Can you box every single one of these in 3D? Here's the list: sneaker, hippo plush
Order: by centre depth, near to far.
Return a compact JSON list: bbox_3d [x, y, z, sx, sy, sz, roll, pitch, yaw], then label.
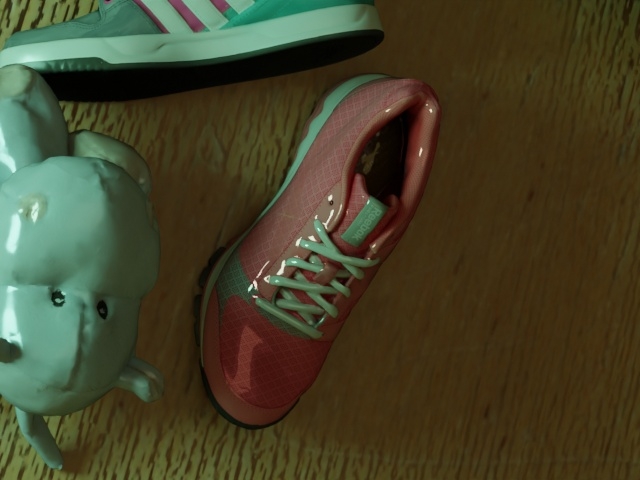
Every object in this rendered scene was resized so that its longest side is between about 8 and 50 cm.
[{"bbox_3d":[-0.229,0.028,1.354,0.234,0.236,0.294,16,95,-20],"label":"hippo plush"},{"bbox_3d":[-0.110,-0.213,1.498,0.296,0.124,0.178,-9,81,-9],"label":"sneaker"},{"bbox_3d":[0.000,-0.001,1.522,0.116,0.136,0.313,29,79,-16],"label":"sneaker"}]
